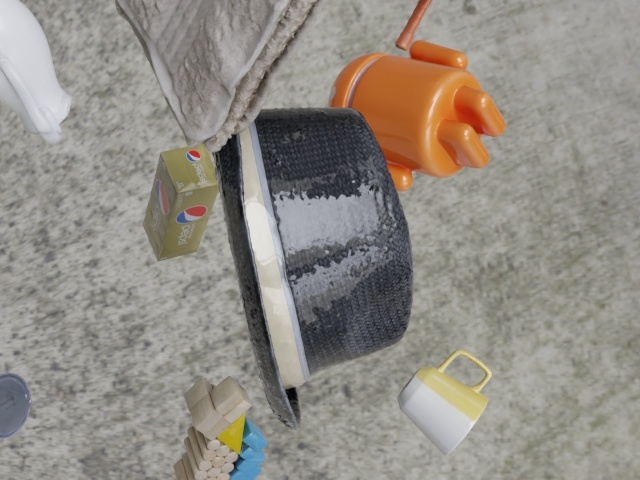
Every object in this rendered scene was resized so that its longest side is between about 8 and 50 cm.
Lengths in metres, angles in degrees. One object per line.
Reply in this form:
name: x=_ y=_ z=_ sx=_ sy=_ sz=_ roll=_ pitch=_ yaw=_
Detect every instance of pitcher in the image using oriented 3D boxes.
pitcher: x=-0.430 y=-0.240 z=1.439 sx=0.125 sy=0.178 sz=0.207 roll=-32 pitch=123 yaw=-4

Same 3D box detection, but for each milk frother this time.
milk frother: x=-0.459 y=0.243 z=1.314 sx=0.129 sy=0.135 sz=0.143 roll=-31 pitch=116 yaw=-53

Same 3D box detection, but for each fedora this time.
fedora: x=0.000 y=0.000 z=0.933 sx=0.153 sy=0.334 sz=0.334 roll=-12 pitch=87 yaw=-1

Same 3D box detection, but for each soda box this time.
soda box: x=-0.176 y=-0.044 z=1.280 sx=0.058 sy=0.181 sz=0.061 roll=-15 pitch=67 yaw=-24

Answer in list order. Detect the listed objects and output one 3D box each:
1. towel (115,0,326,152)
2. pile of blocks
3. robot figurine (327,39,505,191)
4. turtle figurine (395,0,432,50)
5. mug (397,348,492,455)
towel: x=-0.066 y=-0.207 z=0.707 sx=0.049 sy=0.282 sz=0.187 roll=-12 pitch=63 yaw=-37
pile of blocks: x=-0.161 y=0.350 z=1.616 sx=0.149 sy=0.112 sz=0.362 roll=3 pitch=120 yaw=-23
robot figurine: x=0.098 y=-0.144 z=1.170 sx=0.128 sy=0.219 sz=0.158 roll=-16 pitch=118 yaw=-47
turtle figurine: x=0.133 y=-0.255 z=0.727 sx=0.087 sy=0.269 sz=0.217 roll=53 pitch=11 yaw=29
mug: x=0.107 y=0.138 z=0.894 sx=0.064 sy=0.062 sz=0.078 roll=37 pitch=62 yaw=7
